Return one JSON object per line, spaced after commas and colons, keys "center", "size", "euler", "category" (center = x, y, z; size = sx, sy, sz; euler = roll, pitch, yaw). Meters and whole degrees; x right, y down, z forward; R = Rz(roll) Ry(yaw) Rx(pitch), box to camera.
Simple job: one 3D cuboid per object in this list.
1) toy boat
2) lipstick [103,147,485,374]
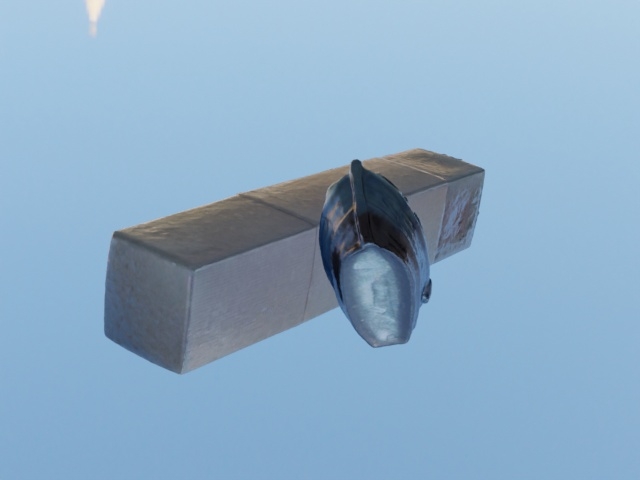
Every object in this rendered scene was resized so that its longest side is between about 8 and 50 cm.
{"center": [0.031, 0.007, 0.606], "size": [0.060, 0.137, 0.061], "euler": [-9, -124, 9], "category": "toy boat"}
{"center": [0.000, 0.000, 0.794], "size": [0.076, 0.080, 0.371], "euler": [22, -155, 31], "category": "lipstick"}
